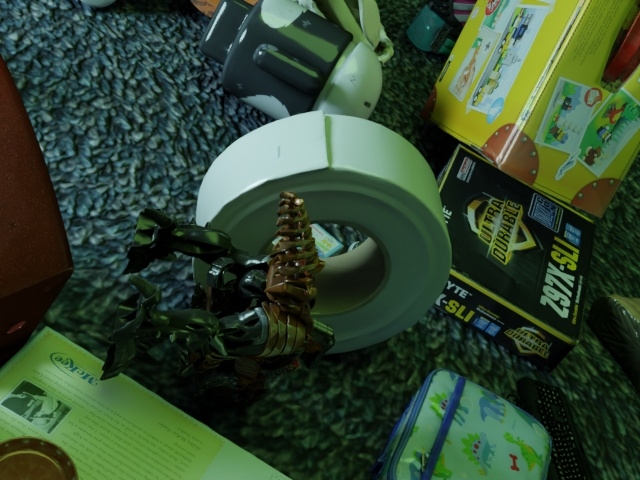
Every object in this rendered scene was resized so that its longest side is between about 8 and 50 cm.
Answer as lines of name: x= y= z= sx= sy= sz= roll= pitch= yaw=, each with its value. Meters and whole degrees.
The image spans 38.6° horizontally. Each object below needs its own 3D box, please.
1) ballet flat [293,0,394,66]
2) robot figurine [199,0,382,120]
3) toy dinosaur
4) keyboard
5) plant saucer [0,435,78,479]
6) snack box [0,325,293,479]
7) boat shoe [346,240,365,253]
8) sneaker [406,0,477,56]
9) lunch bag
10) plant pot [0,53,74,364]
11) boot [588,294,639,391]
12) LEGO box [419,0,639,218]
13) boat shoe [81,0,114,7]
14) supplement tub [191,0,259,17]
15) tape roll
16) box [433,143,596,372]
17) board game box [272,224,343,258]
ballet flat: x=0.007 y=-0.426 z=1.466 sx=0.409 sy=0.147 sz=0.147 roll=51 pitch=18 yaw=-43
robot figurine: x=-0.042 y=-0.263 z=1.392 sx=0.278 sy=0.173 sz=0.209 roll=29 pitch=49 yaw=0
toy dinosaur: x=-0.080 y=0.055 z=0.873 sx=0.218 sy=0.322 sz=0.164 roll=14 pitch=31 yaw=-13
keyboard: x=0.293 y=0.245 z=1.133 sx=0.100 sy=0.038 sz=0.192 roll=14 pitch=39 yaw=-19
plant saucer: x=-0.244 y=0.202 z=0.757 sx=0.083 sy=0.013 sz=0.083 roll=16 pitch=41 yaw=-14
snack box: x=-0.176 y=0.229 z=0.827 sx=0.322 sy=0.060 sz=0.187 roll=32 pitch=38 yaw=3
boat shoe: x=0.066 y=0.047 z=1.208 sx=0.049 sy=0.040 sz=0.142 roll=14 pitch=40 yaw=-19
sneaker: x=0.234 y=-0.465 z=1.789 sx=0.295 sy=0.178 sz=0.124 roll=37 pitch=25 yaw=-43
lunch bag: x=0.153 y=0.252 z=0.995 sx=0.176 sy=0.090 sz=0.219 roll=31 pitch=36 yaw=6
plant pot: x=-0.379 y=0.008 z=0.810 sx=0.236 sy=0.267 sz=0.267 roll=52 pitch=41 yaw=8
boot: x=0.563 y=0.155 z=1.370 sx=0.269 sy=0.089 sz=0.236 roll=-1 pitch=47 yaw=-36
LEGO box: x=0.391 y=-0.338 z=1.385 sx=0.193 sy=0.500 sz=0.372 roll=22 pitch=13 yaw=-18
boat shoe: x=-0.280 y=-0.495 z=1.439 sx=0.102 sy=0.301 sz=0.108 roll=52 pitch=6 yaw=39
supplement tub: x=-0.148 y=-0.524 z=1.599 sx=0.193 sy=0.193 sz=0.316 roll=18 pitch=38 yaw=-14
tape roll: x=0.000 y=0.000 z=1.020 sx=0.286 sy=0.286 sz=0.100 roll=16 pitch=40 yaw=-17
box: x=0.267 y=0.014 z=1.348 sx=0.257 sy=0.079 sz=0.322 roll=32 pitch=37 yaw=0
board game box: x=-0.058 y=-0.013 z=1.209 sx=0.154 sy=0.026 sz=0.103 roll=40 pitch=39 yaw=14
